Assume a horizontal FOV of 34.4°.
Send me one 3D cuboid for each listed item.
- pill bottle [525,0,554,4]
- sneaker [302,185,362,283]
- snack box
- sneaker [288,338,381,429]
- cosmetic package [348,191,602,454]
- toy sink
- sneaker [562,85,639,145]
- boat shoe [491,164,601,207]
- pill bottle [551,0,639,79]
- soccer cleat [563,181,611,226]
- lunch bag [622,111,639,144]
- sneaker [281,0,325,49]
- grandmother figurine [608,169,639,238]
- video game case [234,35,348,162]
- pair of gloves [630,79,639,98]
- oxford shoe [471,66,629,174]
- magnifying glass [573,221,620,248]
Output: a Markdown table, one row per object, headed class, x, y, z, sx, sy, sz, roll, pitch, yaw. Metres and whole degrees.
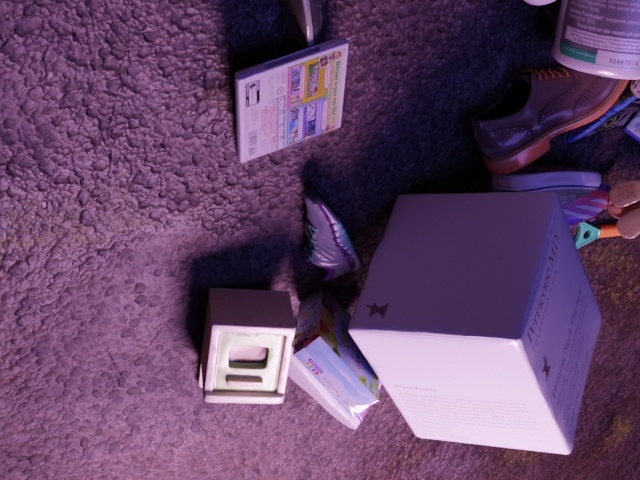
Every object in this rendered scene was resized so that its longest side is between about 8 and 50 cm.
| class | x | y | z | sx | sy | sz | roll | pitch | yaw |
| --- | --- | --- | --- | --- | --- | --- | --- | --- | --- |
| pill bottle | 0.297 | -0.511 | 1.662 | 0.302 | 0.169 | 0.169 | 31 | 103 | -41 |
| sneaker | 0.000 | 0.000 | 1.907 | 0.098 | 0.083 | 0.223 | -31 | 133 | -1 |
| snack box | 0.033 | 0.205 | 1.944 | 0.070 | 0.207 | 0.174 | -36 | 107 | 18 |
| sneaker | 0.025 | 0.244 | 2.100 | 0.161 | 0.102 | 0.282 | -53 | 129 | -15 |
| cosmetic package | 0.305 | 0.156 | 1.949 | 0.393 | 0.328 | 0.329 | 58 | 44 | -43 |
| toy sink | -0.140 | 0.220 | 1.916 | 0.153 | 0.131 | 0.234 | 4 | 121 | -12 |
| sneaker | 0.573 | -0.240 | 2.085 | 0.188 | 0.067 | 0.078 | -31 | 126 | -12 |
| boat shoe | 0.444 | -0.096 | 2.056 | 0.302 | 0.109 | 0.094 | -6 | 105 | -38 |
| pill bottle | 0.530 | -0.478 | 1.789 | 0.204 | 0.204 | 0.360 | -9 | 119 | -26 |
| soccer cleat | 0.500 | -0.073 | 2.155 | 0.248 | 0.083 | 0.095 | -24 | 126 | -11 |
| lunch bag | 0.727 | -0.236 | 2.165 | 0.151 | 0.096 | 0.128 | 36 | 100 | -12 |
| sneaker | 0.004 | -0.405 | 1.621 | 0.118 | 0.083 | 0.222 | -24 | 134 | -21 |
| grandmother figurine | 0.728 | -0.057 | 2.248 | 0.342 | 0.104 | 0.207 | 13 | 72 | -53 |
| video game case | -0.049 | -0.229 | 1.706 | 0.193 | 0.023 | 0.212 | -22 | 150 | -16 |
| pair of gloves | 0.681 | -0.387 | 2.018 | 0.204 | 0.042 | 0.240 | -8 | 125 | -53 |
| oxford shoe | 0.442 | -0.278 | 1.946 | 0.364 | 0.130 | 0.132 | -39 | 120 | -9 |
| magnifying glass | 0.594 | -0.016 | 2.285 | 0.231 | 0.026 | 0.092 | -7 | 124 | -28 |
